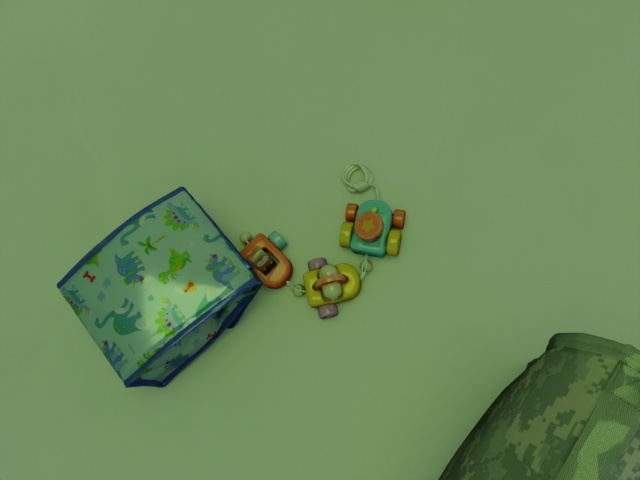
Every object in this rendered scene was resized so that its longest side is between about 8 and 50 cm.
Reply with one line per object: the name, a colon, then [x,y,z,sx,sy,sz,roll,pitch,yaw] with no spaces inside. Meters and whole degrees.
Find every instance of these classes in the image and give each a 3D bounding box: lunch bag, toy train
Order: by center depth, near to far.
lunch bag: [0.165,0.204,0.614,0.168,0.287,0.235,32,83,16]
lunch bag: [-0.145,0.043,0.806,0.151,0.096,0.129,-44,73,8]
toy train: [0.000,0.000,0.816,0.166,0.046,0.125,-40,74,-1]
